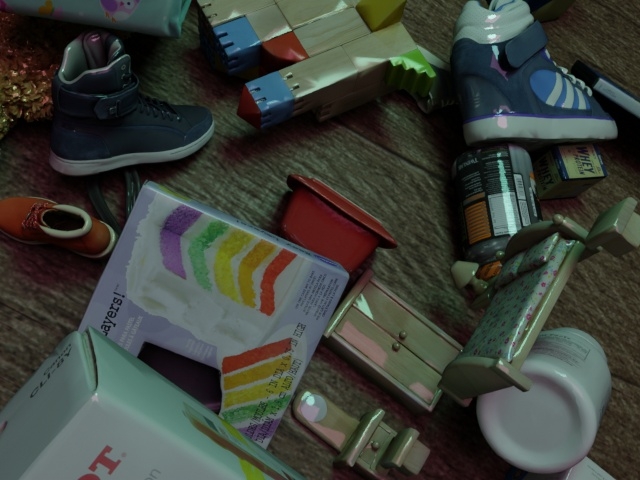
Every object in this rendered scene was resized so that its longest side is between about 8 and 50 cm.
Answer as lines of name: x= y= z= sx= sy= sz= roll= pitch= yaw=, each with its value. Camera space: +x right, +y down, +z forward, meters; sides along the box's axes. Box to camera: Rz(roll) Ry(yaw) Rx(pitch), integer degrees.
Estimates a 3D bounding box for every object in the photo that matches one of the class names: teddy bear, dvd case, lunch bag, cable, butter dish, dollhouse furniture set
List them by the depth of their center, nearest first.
dollhouse furniture set: x=0.126 y=0.093 z=0.742 sx=0.174 sy=0.355 sz=0.303 roll=37 pitch=64 yaw=0
lunch bag: x=-0.257 y=-0.358 z=0.811 sx=0.223 sy=0.160 sz=0.262 roll=6 pitch=35 yaw=-9
cable: x=-0.221 y=0.029 z=0.840 sx=0.139 sy=0.072 sz=0.287 roll=-37 pitch=71 yaw=-9
teddy bear: x=-0.389 y=-0.232 z=0.843 sx=0.338 sy=0.113 sz=0.245 roll=-37 pitch=82 yaw=-27
butter dish: x=0.000 y=0.000 z=0.873 sx=0.160 sy=0.160 sz=0.118 roll=34 pitch=86 yaw=-3
dvd case: x=0.543 y=-0.215 z=1.129 sx=0.253 sy=0.022 sz=0.180 roll=30 pitch=25 yaw=-4

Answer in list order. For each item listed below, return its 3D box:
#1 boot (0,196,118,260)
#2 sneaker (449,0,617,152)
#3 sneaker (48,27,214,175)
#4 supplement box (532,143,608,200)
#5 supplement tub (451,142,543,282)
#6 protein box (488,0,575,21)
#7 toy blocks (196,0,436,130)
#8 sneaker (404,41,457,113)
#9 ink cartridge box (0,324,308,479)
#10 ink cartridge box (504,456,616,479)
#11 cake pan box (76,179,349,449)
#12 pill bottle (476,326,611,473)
boot: x=-0.321 y=-0.026 z=0.785 sx=0.158 sy=0.084 sz=0.059 roll=13 pitch=76 yaw=9
sneaker: x=0.328 y=-0.260 z=1.021 sx=0.323 sy=0.130 sz=0.236 roll=-4 pitch=88 yaw=-34
sneaker: x=-0.219 y=-0.177 z=0.829 sx=0.226 sy=0.163 sz=0.086 roll=-23 pitch=51 yaw=-39
supplement box: x=0.381 y=-0.105 z=1.055 sx=0.083 sy=0.083 sz=0.056 roll=-6 pitch=71 yaw=-20
supplement tub: x=0.256 y=-0.032 z=0.967 sx=0.117 sy=0.117 sz=0.190 roll=2 pitch=69 yaw=-17
protein box: x=0.367 y=-0.509 z=1.146 sx=0.136 sy=0.200 sz=0.201 roll=-18 pitch=75 yaw=-23
toy blocks: x=-0.053 y=-0.310 z=0.961 sx=0.261 sy=0.191 sz=0.381 roll=-25 pitch=74 yaw=-15
sneaker: x=0.186 y=-0.234 z=1.062 sx=0.192 sy=0.064 sz=0.086 roll=22 pitch=83 yaw=-18
ink cartridge box: x=-0.134 y=0.303 z=0.570 sx=0.385 sy=0.160 sz=0.279 roll=42 pitch=82 yaw=-23
ink cartridge box: x=0.246 y=0.367 z=0.795 sx=0.078 sy=0.134 sz=0.231 roll=39 pitch=64 yaw=-1
cake pan box: x=-0.133 y=0.101 z=0.746 sx=0.246 sy=0.070 sz=0.267 roll=26 pitch=95 yaw=-11
pill bottle: x=0.286 y=0.182 z=0.837 sx=0.131 sy=0.131 sz=0.229 roll=59 pitch=29 yaw=10
